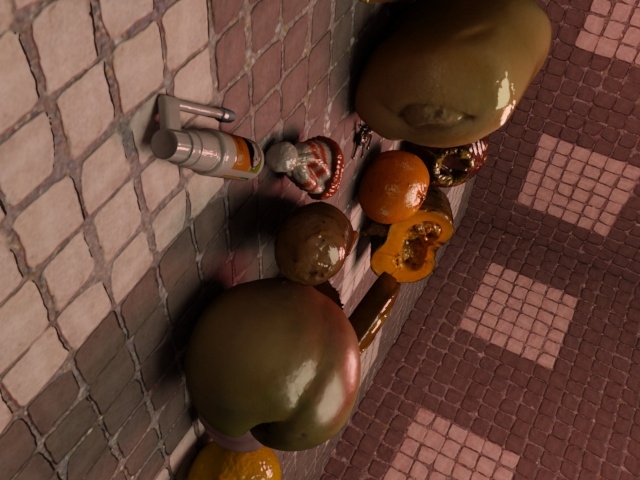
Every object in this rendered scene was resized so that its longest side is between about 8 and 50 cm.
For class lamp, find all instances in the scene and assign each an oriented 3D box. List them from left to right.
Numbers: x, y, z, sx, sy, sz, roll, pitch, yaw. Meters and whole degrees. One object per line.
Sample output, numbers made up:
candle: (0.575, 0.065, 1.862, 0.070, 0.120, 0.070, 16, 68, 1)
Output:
lamp: (0.356, -0.257, 1.948, 0.247, 0.247, 0.247, -56, 161, -31)

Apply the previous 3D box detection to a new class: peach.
peach: (-0.071, 0.191, 1.125, 0.292, 0.292, 0.247, -56, 178, -31)

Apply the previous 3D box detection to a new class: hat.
hat: (-0.031, -0.128, 1.161, 0.162, 0.094, 0.112, 1, 98, -66)

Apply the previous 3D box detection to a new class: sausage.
sausage: (0.000, -0.003, 1.263, 0.501, 0.123, 0.136, -24, 108, -86)

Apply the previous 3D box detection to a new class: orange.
orange: (0.185, -0.131, 1.707, 0.193, 0.161, 0.193, -59, 168, -22)

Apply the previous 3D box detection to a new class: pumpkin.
pumpkin: (0.233, -0.052, 1.947, 0.325, 0.242, 0.232, 114, -18, -45)

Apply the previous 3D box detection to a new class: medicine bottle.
medicine bottle: (-0.140, -0.127, 0.878, 0.221, 0.061, 0.092, -6, 94, -72)

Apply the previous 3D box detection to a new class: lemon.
lemon: (-0.175, 0.484, 1.393, 0.187, 0.187, 0.244, -66, 160, 1)

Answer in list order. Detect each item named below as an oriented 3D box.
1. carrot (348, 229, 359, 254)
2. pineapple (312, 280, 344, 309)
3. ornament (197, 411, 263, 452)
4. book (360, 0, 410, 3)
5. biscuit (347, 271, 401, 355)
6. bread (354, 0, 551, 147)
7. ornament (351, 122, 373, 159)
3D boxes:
carrot: (0.073, 0.008, 1.778, 0.093, 0.032, 0.032, -57, 162, -44)
pineapple: (-0.028, 0.160, 1.507, 0.158, 0.158, 0.278, -63, 174, -11)
ornament: (-0.147, 0.302, 1.296, 0.177, 0.177, 0.177, -56, 161, -31)
book: (0.171, -0.612, 1.222, 0.262, 0.028, 0.374, -38, 147, -59)
biscuit: (0.048, 0.239, 1.466, 0.394, 0.070, 0.350, -55, 175, 10)
bread: (0.260, -0.362, 1.384, 0.376, 0.348, 0.253, -52, 128, -34)
ornament: (0.097, -0.238, 1.516, 0.073, 0.028, 0.125, -55, 162, -33)
